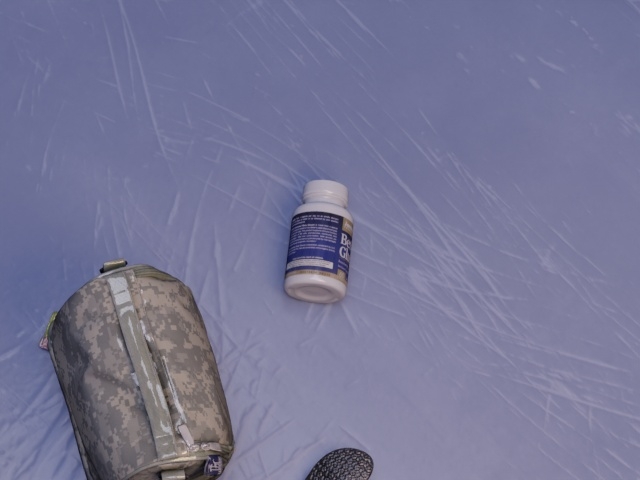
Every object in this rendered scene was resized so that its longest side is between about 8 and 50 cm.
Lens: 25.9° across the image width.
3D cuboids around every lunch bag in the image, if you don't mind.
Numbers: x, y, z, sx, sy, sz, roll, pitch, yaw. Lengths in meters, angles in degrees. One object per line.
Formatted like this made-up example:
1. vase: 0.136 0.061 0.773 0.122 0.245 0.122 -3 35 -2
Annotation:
1. lunch bag: -0.240 0.201 1.877 0.212 0.256 0.305 -16 73 -12

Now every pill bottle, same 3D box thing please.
1. pill bottle: 0.000 0.000 2.070 0.094 0.094 0.169 7 68 -2

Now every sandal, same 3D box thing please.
1. sandal: -0.001 0.358 1.962 0.179 0.040 0.067 -41 71 -3

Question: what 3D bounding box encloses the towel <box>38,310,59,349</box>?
1. towel: -0.363 0.141 2.029 0.083 0.009 0.060 18 67 2
